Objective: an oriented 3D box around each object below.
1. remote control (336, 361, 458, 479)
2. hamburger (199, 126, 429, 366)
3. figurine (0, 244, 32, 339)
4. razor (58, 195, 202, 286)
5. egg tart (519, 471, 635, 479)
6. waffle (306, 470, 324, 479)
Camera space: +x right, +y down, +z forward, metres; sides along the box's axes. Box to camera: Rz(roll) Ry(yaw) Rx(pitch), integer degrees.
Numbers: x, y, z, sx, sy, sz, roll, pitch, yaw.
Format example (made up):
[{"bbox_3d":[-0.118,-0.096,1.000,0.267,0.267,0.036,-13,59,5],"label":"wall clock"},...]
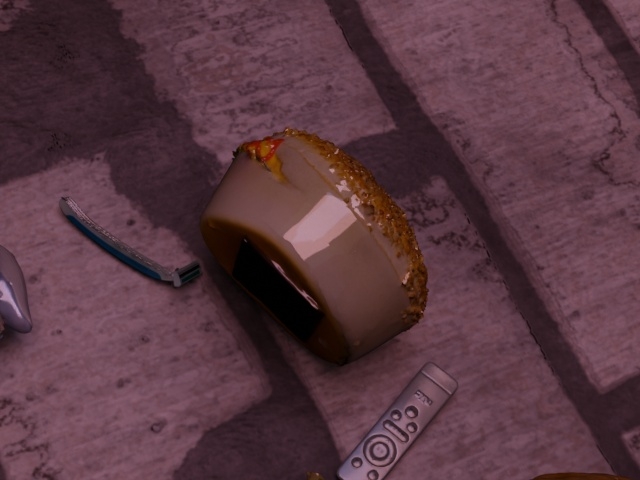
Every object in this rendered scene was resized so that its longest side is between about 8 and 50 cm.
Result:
[{"bbox_3d":[0.090,0.222,1.639,0.050,0.027,0.184,37,66,13],"label":"remote control"},{"bbox_3d":[0.000,0.000,1.605,0.294,0.276,0.179,43,74,9],"label":"hamburger"},{"bbox_3d":[-0.421,0.066,1.581,0.208,0.128,0.183,14,62,7],"label":"figurine"},{"bbox_3d":[-0.238,0.005,1.694,0.191,0.037,0.068,29,18,10],"label":"razor"},{"bbox_3d":[0.283,0.453,1.441,0.443,0.178,0.443,4,53,-6],"label":"egg tart"},{"bbox_3d":[0.011,0.389,1.515,0.254,0.052,0.245,34,59,8],"label":"waffle"}]
